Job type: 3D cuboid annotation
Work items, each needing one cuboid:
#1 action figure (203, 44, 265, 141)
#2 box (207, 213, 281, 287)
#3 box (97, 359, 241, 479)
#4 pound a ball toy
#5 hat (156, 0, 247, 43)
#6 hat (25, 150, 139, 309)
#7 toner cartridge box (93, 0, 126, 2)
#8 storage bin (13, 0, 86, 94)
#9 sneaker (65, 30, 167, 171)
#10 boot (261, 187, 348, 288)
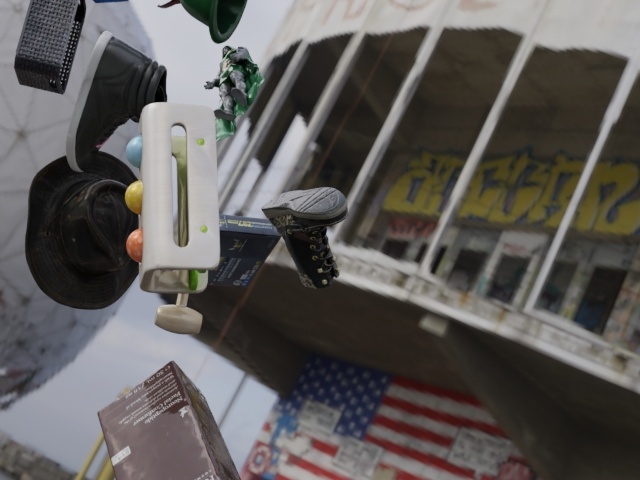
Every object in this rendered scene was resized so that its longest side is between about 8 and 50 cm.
[{"bbox_3d":[-0.153,-0.281,1.837,0.063,0.137,0.232,35,22,-25],"label":"action figure"},{"bbox_3d":[-0.227,0.029,2.652,0.183,0.059,0.233,7,-40,-28],"label":"box"},{"bbox_3d":[-0.275,0.416,1.975,0.143,0.191,0.381,56,-2,-37],"label":"box"},{"bbox_3d":[-0.244,-0.029,1.675,0.135,0.319,0.208,2,-20,-15],"label":"pound a ball toy"},{"bbox_3d":[-0.234,-0.448,1.860,0.183,0.173,0.208,21,-52,10],"label":"hat"},{"bbox_3d":[-0.435,-0.023,2.146,0.134,0.331,0.331,0,-30,44],"label":"hat"},{"bbox_3d":[-0.455,-0.613,2.016,0.348,0.075,0.165,52,-42,33],"label":"toner cartridge box"},{"bbox_3d":[-0.489,-0.370,1.929,0.084,0.180,0.122,14,-14,-7],"label":"storage bin"},{"bbox_3d":[-0.367,-0.223,1.937,0.147,0.104,0.296,23,-56,-2],"label":"sneaker"},{"bbox_3d":[0.001,-0.001,1.932,0.236,0.085,0.179,4,-56,57],"label":"boot"}]
